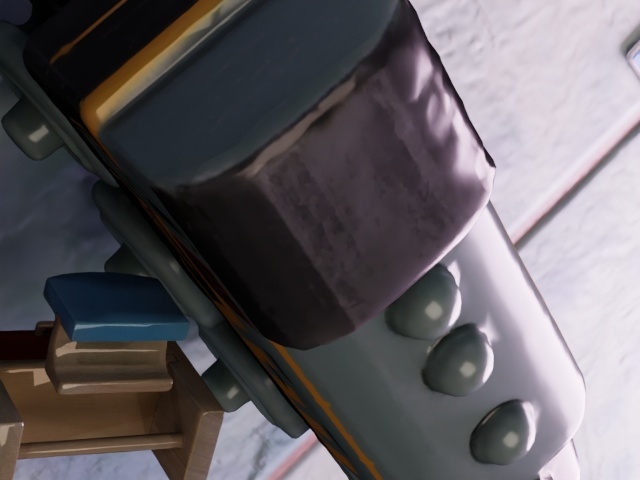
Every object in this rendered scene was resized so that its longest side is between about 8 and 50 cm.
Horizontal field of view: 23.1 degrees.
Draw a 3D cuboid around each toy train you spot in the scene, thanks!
[{"bbox_3d":[0.000,0.000,0.603,0.142,0.190,0.334,-39,135,-8],"label":"toy train"}]

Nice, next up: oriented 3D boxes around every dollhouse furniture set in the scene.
[{"bbox_3d":[-0.132,0.003,0.537,0.183,0.129,0.129,1,118,-31],"label":"dollhouse furniture set"}]

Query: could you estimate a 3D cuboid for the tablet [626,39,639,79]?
[{"bbox_3d":[0.195,-0.110,0.806,0.083,0.006,0.054,-47,136,1],"label":"tablet"}]
